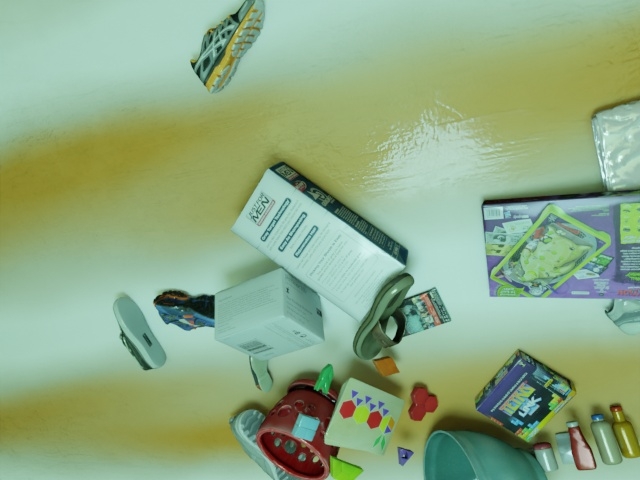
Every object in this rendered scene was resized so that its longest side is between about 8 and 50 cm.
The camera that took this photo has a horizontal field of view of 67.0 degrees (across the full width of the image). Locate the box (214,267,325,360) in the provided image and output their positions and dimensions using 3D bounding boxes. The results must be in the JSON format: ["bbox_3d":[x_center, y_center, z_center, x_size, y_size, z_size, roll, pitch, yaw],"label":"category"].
[{"bbox_3d":[-0.113,0.173,1.091,0.182,0.119,0.181,-22,144,20],"label":"box"}]

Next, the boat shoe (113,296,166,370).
[{"bbox_3d":[-0.498,0.254,1.286,0.070,0.078,0.219,-20,104,19],"label":"boat shoe"}]

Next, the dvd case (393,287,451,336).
[{"bbox_3d":[0.225,0.166,1.105,0.119,0.013,0.087,-25,101,20],"label":"dvd case"}]

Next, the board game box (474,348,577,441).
[{"bbox_3d":[0.457,0.350,1.090,0.141,0.048,0.170,30,113,2],"label":"board game box"}]

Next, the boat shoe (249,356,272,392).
[{"bbox_3d":[-0.159,0.324,1.242,0.043,0.049,0.137,11,118,54],"label":"boat shoe"}]

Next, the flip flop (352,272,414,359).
[{"bbox_3d":[0.147,0.180,1.040,0.080,0.112,0.277,40,135,22],"label":"flip flop"}]

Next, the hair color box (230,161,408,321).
[{"bbox_3d":[0.000,0.000,1.055,0.347,0.105,0.174,36,113,0],"label":"hair color box"}]

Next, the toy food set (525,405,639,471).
[{"bbox_3d":[0.562,0.440,1.071,0.232,0.111,0.104,-22,71,31],"label":"toy food set"}]

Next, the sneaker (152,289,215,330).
[{"bbox_3d":[-0.312,0.188,1.225,0.221,0.083,0.087,11,124,16],"label":"sneaker"}]

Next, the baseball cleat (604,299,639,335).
[{"bbox_3d":[0.657,0.098,0.940,0.109,0.072,0.206,45,109,4],"label":"baseball cleat"}]

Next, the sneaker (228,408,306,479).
[{"bbox_3d":[-0.139,0.562,1.308,0.115,0.105,0.281,-21,106,50],"label":"sneaker"}]

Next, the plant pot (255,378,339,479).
[{"bbox_3d":[-0.031,0.446,1.161,0.191,0.174,0.191,17,132,20],"label":"plant pot"}]

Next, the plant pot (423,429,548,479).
[{"bbox_3d":[0.383,0.568,1.081,0.196,0.293,0.293,-1,110,-14],"label":"plant pot"}]

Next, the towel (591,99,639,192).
[{"bbox_3d":[0.693,-0.123,0.864,0.332,0.053,0.316,-13,106,19],"label":"towel"}]

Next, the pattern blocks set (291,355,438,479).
[{"bbox_3d":[0.103,0.398,1.084,0.325,0.026,0.285,38,75,-23],"label":"pattern blocks set"}]

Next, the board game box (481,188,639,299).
[{"bbox_3d":[0.499,0.012,0.928,0.347,0.056,0.208,-2,106,26],"label":"board game box"}]

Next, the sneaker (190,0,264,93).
[{"bbox_3d":[-0.192,-0.405,0.979,0.083,0.084,0.215,43,114,2],"label":"sneaker"}]
